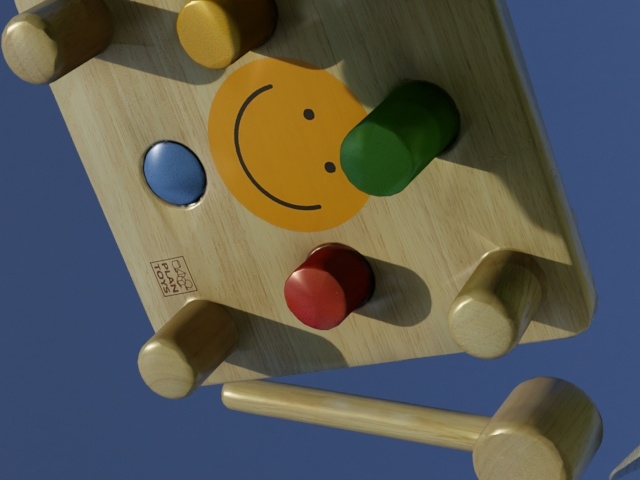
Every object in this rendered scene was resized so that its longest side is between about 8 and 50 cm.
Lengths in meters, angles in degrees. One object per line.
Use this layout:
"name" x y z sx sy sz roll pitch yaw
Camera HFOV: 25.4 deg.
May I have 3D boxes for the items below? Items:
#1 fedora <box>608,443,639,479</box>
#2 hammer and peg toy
"fedora" 0.366 0.132 1.098 0.275 0.243 0.124 -48 -109 9
"hammer and peg toy" 0.000 0.000 0.739 0.127 0.266 0.361 -47 -57 -55
